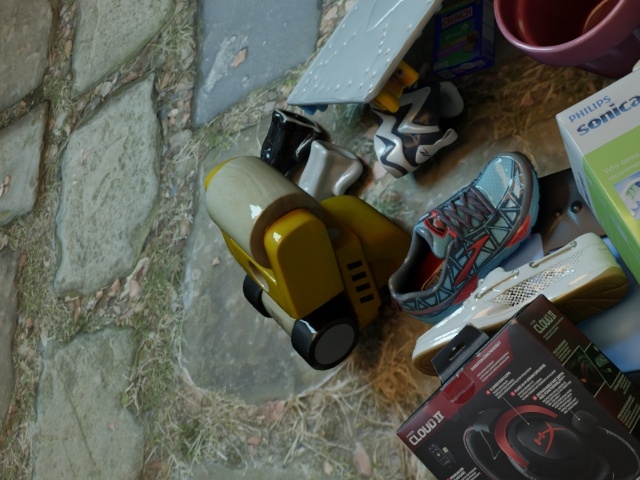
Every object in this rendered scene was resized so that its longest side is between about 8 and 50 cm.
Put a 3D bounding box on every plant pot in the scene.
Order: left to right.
[{"bbox_3d":[0.351,-0.298,1.070,0.201,0.180,0.201,-18,63,40],"label":"plant pot"}]

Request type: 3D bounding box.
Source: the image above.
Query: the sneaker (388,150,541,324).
[{"bbox_3d":[0.184,-0.005,1.093,0.104,0.125,0.262,40,103,42],"label":"sneaker"}]

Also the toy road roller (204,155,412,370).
[{"bbox_3d":[0.000,0.000,1.236,0.240,0.329,0.202,-35,44,-15],"label":"toy road roller"}]

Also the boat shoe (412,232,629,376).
[{"bbox_3d":[0.234,0.080,1.044,0.277,0.098,0.096,-27,48,17],"label":"boat shoe"}]

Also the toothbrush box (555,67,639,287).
[{"bbox_3d":[0.378,-0.011,0.888,0.122,0.206,0.283,-30,60,11],"label":"toothbrush box"}]

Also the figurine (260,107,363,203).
[{"bbox_3d":[-0.043,-0.091,1.469,0.215,0.092,0.209,44,115,43],"label":"figurine"}]

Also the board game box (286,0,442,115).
[{"bbox_3d":[0.126,-0.349,1.244,0.390,0.050,0.390,-55,19,-3],"label":"board game box"}]

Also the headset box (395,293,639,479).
[{"bbox_3d":[0.245,0.221,0.941,0.293,0.110,0.218,46,120,14],"label":"headset box"}]

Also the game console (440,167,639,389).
[{"bbox_3d":[0.299,0.100,1.071,0.342,0.060,0.386,-21,62,39],"label":"game console"}]

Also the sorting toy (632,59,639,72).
[{"bbox_3d":[0.509,-0.190,0.868,0.255,0.089,0.257,-52,49,27],"label":"sorting toy"}]

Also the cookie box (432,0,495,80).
[{"bbox_3d":[0.222,-0.313,1.305,0.092,0.040,0.107,-11,68,43],"label":"cookie box"}]

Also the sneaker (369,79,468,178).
[{"bbox_3d":[0.153,-0.225,1.311,0.153,0.094,0.235,-23,51,27],"label":"sneaker"}]
